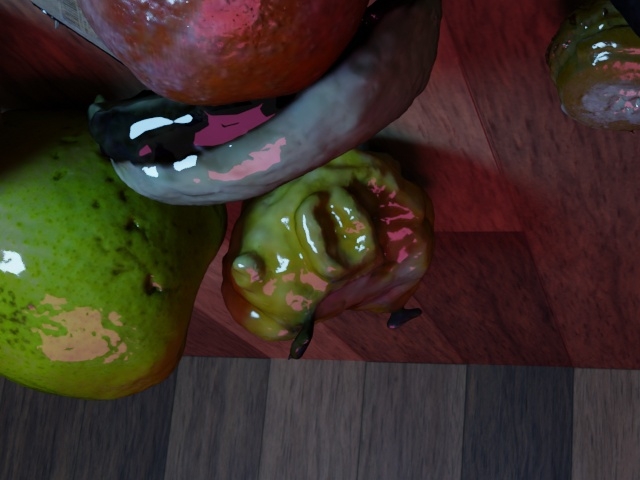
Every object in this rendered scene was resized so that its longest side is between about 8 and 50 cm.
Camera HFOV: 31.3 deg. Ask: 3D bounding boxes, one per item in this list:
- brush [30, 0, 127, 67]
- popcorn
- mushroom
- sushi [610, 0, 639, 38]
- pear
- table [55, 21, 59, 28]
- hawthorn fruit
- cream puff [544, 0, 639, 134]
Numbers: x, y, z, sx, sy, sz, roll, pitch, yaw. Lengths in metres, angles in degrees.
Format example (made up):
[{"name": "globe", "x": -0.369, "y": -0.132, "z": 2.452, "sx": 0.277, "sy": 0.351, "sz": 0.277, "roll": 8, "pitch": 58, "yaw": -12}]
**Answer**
[{"name": "brush", "x": -0.242, "y": -0.244, "z": 0.942, "sx": 0.327, "sy": 0.065, "sz": 0.070, "roll": 33, "pitch": 158, "yaw": 4}, {"name": "popcorn", "x": 0.000, "y": 0.000, "z": 1.494, "sx": 0.297, "sy": 0.281, "sz": 0.316, "roll": -31, "pitch": 169, "yaw": 10}, {"name": "mushroom", "x": -0.040, "y": -0.129, "z": 1.025, "sx": 0.344, "sy": 0.130, "sz": 0.247, "roll": -24, "pitch": -165, "yaw": 0}, {"name": "sushi", "x": 0.346, "y": -0.190, "z": 0.709, "sx": 0.299, "sy": 0.281, "sz": 0.294, "roll": -19, "pitch": 157, "yaw": 39}, {"name": "pear", "x": -0.317, "y": 0.012, "z": 1.429, "sx": 0.391, "sy": 0.391, "sz": 0.391, "roll": 5, "pitch": 163, "yaw": 2}, {"name": "table", "x": -0.159, "y": -0.249, "z": 1.022, "sx": 0.146, "sy": 0.063, "sz": 0.175, "roll": 8, "pitch": 150, "yaw": -10}, {"name": "hawthorn fruit", "x": -0.071, "y": -0.212, "z": 0.811, "sx": 0.231, "sy": 0.235, "sz": 0.263, "roll": -31, "pitch": -179, "yaw": 9}, {"name": "cream puff", "x": 0.293, "y": -0.172, "z": 1.057, "sx": 0.165, "sy": 0.115, "sz": 0.150, "roll": 12, "pitch": 157, "yaw": 10}]
